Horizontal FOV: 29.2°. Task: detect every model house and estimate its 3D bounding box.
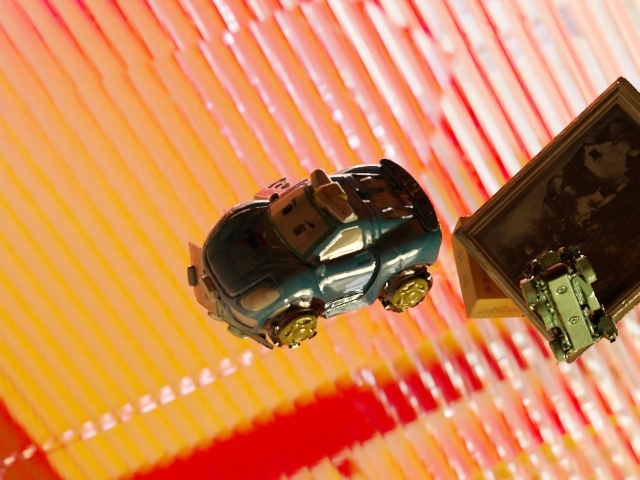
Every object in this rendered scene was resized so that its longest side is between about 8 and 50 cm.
[{"bbox_3d":[-0.075,0.039,1.778,0.198,0.215,0.224,57,171,-12],"label":"model house"}]

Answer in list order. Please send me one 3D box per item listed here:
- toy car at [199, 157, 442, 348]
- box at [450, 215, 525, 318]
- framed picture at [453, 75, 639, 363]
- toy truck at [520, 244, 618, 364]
[{"bbox_3d":[0.000,0.000,1.553,0.166,0.314,0.198,96,150,-45],"label":"toy car"},{"bbox_3d":[0.330,0.039,1.880,0.070,0.237,0.152,102,163,-56],"label":"box"},{"bbox_3d":[0.340,-0.028,1.522,0.232,0.296,0.019,50,-169,21],"label":"framed picture"},{"bbox_3d":[0.270,0.064,1.361,0.154,0.080,0.078,56,-167,-44],"label":"toy truck"}]
